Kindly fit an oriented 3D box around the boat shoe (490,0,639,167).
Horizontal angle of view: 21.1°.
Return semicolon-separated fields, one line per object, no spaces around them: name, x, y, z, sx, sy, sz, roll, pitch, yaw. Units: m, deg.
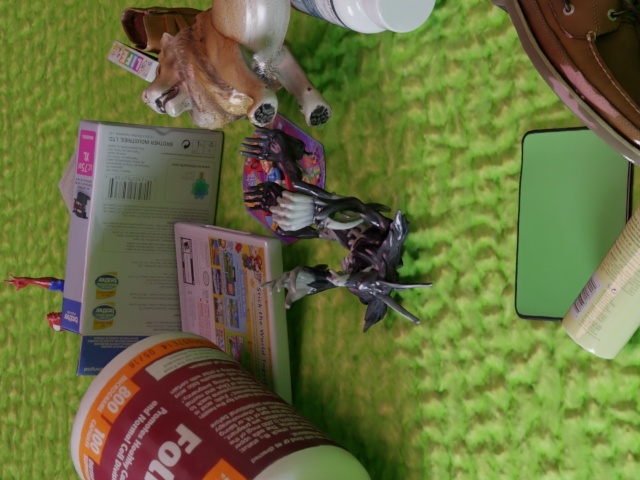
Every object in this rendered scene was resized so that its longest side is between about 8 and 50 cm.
boat shoe;0.242;-0.199;1.567;0.104;0.110;0.307;-44;60;20

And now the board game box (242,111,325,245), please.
board game box;-0.058;-0.075;2.048;0.168;0.033;0.133;40;118;48

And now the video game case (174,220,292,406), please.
video game case;-0.105;0.098;2.070;0.206;0.026;0.227;11;107;53

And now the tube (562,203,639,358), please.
tube;0.305;-0.002;1.539;0.070;0.062;0.240;33;113;7

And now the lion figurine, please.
lion figurine;-0.077;-0.271;1.858;0.240;0.142;0.392;51;136;41

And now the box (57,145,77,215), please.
box;-0.277;-0.077;2.285;0.101;0.102;0.087;-58;43;32

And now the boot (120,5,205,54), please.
boot;-0.141;-0.231;2.070;0.197;0.152;0.073;32;112;50

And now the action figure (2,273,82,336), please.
action figure;-0.324;0.062;2.317;0.280;0.139;0.091;-39;56;48

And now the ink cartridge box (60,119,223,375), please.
ink cartridge box;-0.223;0.011;2.136;0.065;0.185;0.311;7;94;51

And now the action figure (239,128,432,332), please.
action figure;0.000;0.000;1.872;0.276;0.141;0.164;46;139;42

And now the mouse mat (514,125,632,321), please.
mouse mat;0.243;-0.016;1.661;0.152;0.007;0.190;1;87;53

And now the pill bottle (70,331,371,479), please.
pill bottle;-0.083;0.282;1.879;0.392;0.224;0.224;34;115;42

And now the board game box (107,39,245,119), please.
board game box;-0.172;-0.196;2.108;0.103;0.154;0.026;30;98;51

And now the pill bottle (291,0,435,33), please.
pill bottle;0.041;-0.283;1.868;0.180;0.108;0.108;27;109;50
